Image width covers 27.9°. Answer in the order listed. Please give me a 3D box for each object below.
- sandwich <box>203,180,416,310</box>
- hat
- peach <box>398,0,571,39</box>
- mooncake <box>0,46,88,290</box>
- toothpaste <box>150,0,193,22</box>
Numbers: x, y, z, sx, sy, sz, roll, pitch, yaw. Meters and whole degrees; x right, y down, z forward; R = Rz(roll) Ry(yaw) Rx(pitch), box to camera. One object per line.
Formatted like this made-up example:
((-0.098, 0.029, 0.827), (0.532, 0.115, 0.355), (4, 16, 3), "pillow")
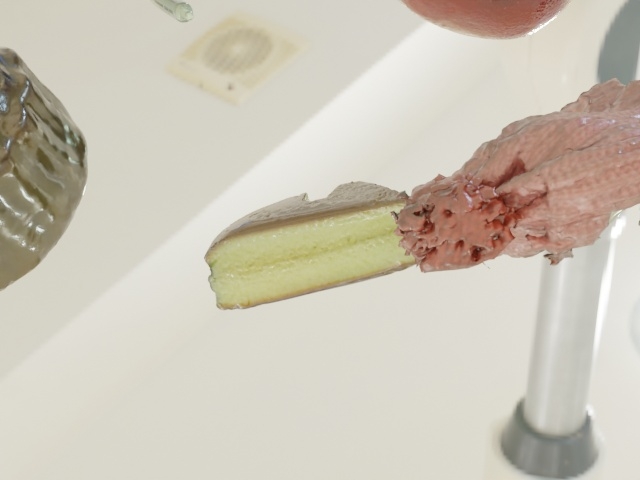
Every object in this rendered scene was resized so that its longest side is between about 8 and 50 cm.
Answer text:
((0.000, 0.000, 1.308), (0.244, 0.090, 0.088), (-13, -162, 23), "sandwich")
((0.174, -0.042, 0.949), (0.286, 0.107, 0.236), (-26, -173, -31), "hat")
((0.212, -0.435, 1.828), (0.338, 0.281, 0.281), (26, -164, -39), "peach")
((-0.399, -0.078, 1.324), (0.290, 0.161, 0.290), (-10, -126, 14), "mooncake")
((-0.227, -0.349, 1.890), (0.029, 0.048, 0.197), (-38, -146, -9), "toothpaste")
